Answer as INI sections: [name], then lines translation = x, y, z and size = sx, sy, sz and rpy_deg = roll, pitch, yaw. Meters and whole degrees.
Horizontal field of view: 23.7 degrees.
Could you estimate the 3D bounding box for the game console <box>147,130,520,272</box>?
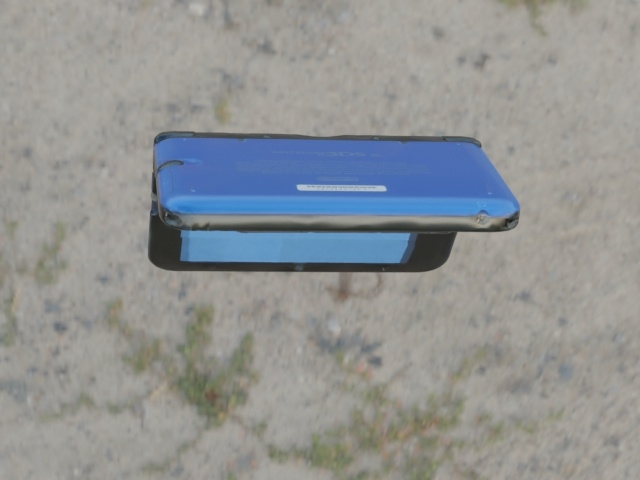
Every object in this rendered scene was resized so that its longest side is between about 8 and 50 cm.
[game console]
translation = 0.000, 0.000, 1.330
size = 0.293, 0.173, 0.250
rpy_deg = 0, 24, -8
